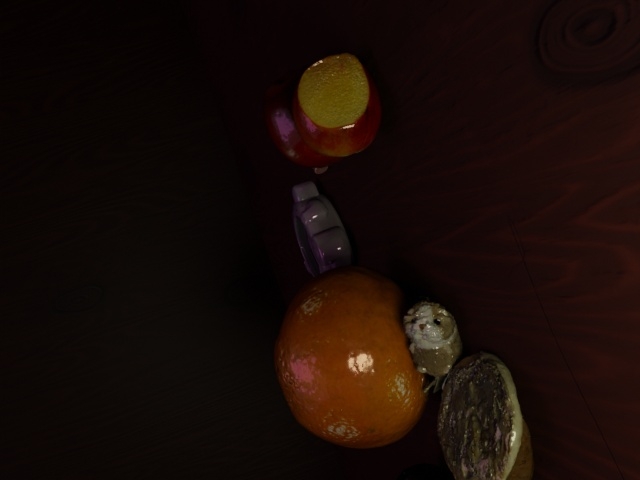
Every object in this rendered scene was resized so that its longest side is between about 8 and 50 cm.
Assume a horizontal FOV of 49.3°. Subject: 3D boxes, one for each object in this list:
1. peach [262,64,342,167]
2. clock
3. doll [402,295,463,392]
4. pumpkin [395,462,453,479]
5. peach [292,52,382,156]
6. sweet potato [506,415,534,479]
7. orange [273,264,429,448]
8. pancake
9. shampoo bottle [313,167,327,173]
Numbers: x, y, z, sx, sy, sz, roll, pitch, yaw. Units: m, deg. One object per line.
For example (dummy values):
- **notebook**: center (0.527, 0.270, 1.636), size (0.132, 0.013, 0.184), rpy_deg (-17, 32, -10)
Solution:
- **peach**: center (-0.025, -0.280, 1.611), size (0.243, 0.199, 0.243), rpy_deg (-23, -90, -86)
- **clock**: center (0.000, 0.000, 2.123), size (0.295, 0.113, 0.322), rpy_deg (87, 161, -53)
- **doll**: center (0.238, 0.219, 1.431), size (0.115, 0.105, 0.221), rpy_deg (-64, -40, -57)
- **pumpkin**: center (0.284, 0.687, 1.798), size (0.233, 0.163, 0.233), rpy_deg (56, 168, 18)
- **peach**: center (0.035, -0.272, 1.405), size (0.190, 0.190, 0.192), rpy_deg (-124, 23, -50)
- **sweet potato**: center (0.345, 0.461, 1.351), size (0.114, 0.092, 0.341), rpy_deg (51, 148, 27)
- **orange**: center (0.070, 0.270, 1.603), size (0.424, 0.326, 0.424), rpy_deg (-15, -90, -79)
- **pancake**: center (0.290, 0.331, 1.284), size (0.282, 0.049, 0.282), rpy_deg (-170, 90, -75)
- **shampoo bottle**: center (-0.039, -0.287, 1.999), size (0.108, 0.051, 0.221), rpy_deg (97, 152, -59)
